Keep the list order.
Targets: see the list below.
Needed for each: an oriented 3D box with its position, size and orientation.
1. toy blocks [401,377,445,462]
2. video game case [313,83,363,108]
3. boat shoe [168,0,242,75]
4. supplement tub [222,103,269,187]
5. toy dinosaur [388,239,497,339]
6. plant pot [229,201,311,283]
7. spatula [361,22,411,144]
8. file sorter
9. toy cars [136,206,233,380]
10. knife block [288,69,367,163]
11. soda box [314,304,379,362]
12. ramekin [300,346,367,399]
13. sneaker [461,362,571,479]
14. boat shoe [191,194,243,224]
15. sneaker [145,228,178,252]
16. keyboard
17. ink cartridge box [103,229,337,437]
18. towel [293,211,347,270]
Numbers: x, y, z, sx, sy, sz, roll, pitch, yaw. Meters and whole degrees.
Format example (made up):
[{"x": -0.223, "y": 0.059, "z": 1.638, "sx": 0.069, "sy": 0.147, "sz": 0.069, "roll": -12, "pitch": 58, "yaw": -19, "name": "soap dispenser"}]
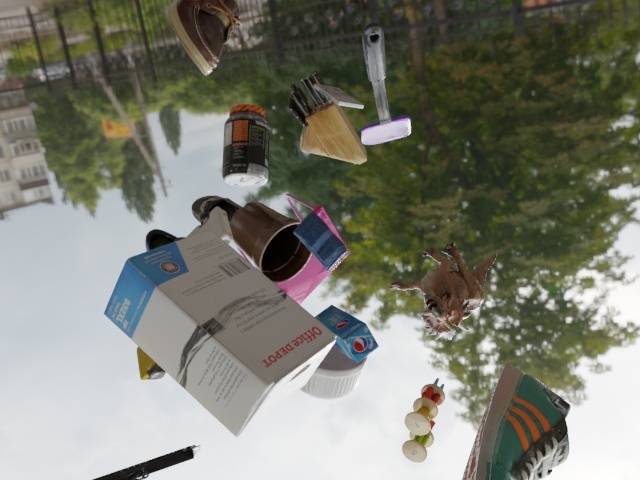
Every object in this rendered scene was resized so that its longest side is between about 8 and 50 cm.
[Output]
[{"x": 0.215, "y": 0.357, "z": 1.425, "sx": 0.054, "sy": 0.123, "sz": 0.148, "roll": 13, "pitch": -153, "yaw": 22, "name": "toy blocks"}, {"x": 0.048, "y": -0.382, "z": 1.866, "sx": 0.087, "sy": 0.011, "sz": 0.122, "roll": 0, "pitch": -148, "yaw": -38, "name": "video game case"}, {"x": -0.227, "y": -0.468, "z": 1.450, "sx": 0.123, "sy": 0.123, "sz": 0.342, "roll": -26, "pitch": -140, "yaw": 12, "name": "boat shoe"}, {"x": -0.186, "y": -0.237, "z": 1.767, "sx": 0.117, "sy": 0.190, "sz": 0.117, "roll": 1, "pitch": 165, "yaw": 0, "name": "supplement tub"}, {"x": 0.293, "y": 0.117, "z": 1.531, "sx": 0.295, "sy": 0.127, "sz": 0.200, "roll": -10, "pitch": -132, "yaw": -34, "name": "toy dinosaur"}, {"x": -0.129, "y": -0.007, "z": 1.728, "sx": 0.167, "sy": 0.167, "sz": 0.165, "roll": -21, "pitch": -139, "yaw": -35, "name": "plant pot"}, {"x": 0.089, "y": -0.221, "z": 1.051, "sx": 0.084, "sy": 0.030, "sz": 0.296, "roll": -15, "pitch": 152, "yaw": 3, "name": "spatula"}, {"x": -0.108, "y": 0.042, "z": 1.966, "sx": 0.291, "sy": 0.202, "sz": 0.182, "roll": -46, "pitch": -136, "yaw": -15, "name": "file sorter"}, {"x": -0.267, "y": 0.119, "z": 1.469, "sx": 0.087, "sy": 0.394, "sz": 0.176, "roll": 19, "pitch": 180, "yaw": -43, "name": "toy cars"}, {"x": 0.032, "y": -0.369, "z": 2.066, "sx": 0.275, "sy": 0.242, "sz": 0.088, "roll": 12, "pitch": -145, "yaw": -10, "name": "knife block"}, {"x": 0.055, "y": 0.218, "z": 1.674, "sx": 0.067, "sy": 0.071, "sz": 0.210, "roll": -35, "pitch": -162, "yaw": -13, "name": "soda box"}, {"x": 0.015, "y": 0.331, "z": 1.871, "sx": 0.207, "sy": 0.109, "sz": 0.207, "roll": 8, "pitch": -156, "yaw": -4, "name": "ramekin"}, {"x": 0.267, "y": 0.271, "z": 0.928, "sx": 0.121, "sy": 0.108, "sz": 0.302, "roll": 22, "pitch": -151, "yaw": 16, "name": "sneaker"}, {"x": -0.290, "y": -0.081, "z": 2.148, "sx": 0.335, "sy": 0.095, "sz": 0.112, "roll": 25, "pitch": -108, "yaw": 37, "name": "boat shoe"}, {"x": -0.332, "y": 0.086, "z": 1.781, "sx": 0.330, "sy": 0.147, "sz": 0.130, "roll": 34, "pitch": -113, "yaw": 18, "name": "sneaker"}, {"x": -0.427, "y": 0.511, "z": 1.538, "sx": 0.317, "sy": 0.033, "sz": 0.201, "roll": -19, "pitch": 174, "yaw": -4, "name": "keyboard"}, {"x": -0.161, "y": 0.141, "z": 1.168, "sx": 0.307, "sy": 0.129, "sz": 0.223, "roll": 39, "pitch": -153, "yaw": 15, "name": "ink cartridge box"}, {"x": 0.000, "y": 0.000, "z": 1.474, "sx": 0.067, "sy": 0.119, "sz": 0.029, "roll": -49, "pitch": 157, "yaw": 22, "name": "towel"}]
